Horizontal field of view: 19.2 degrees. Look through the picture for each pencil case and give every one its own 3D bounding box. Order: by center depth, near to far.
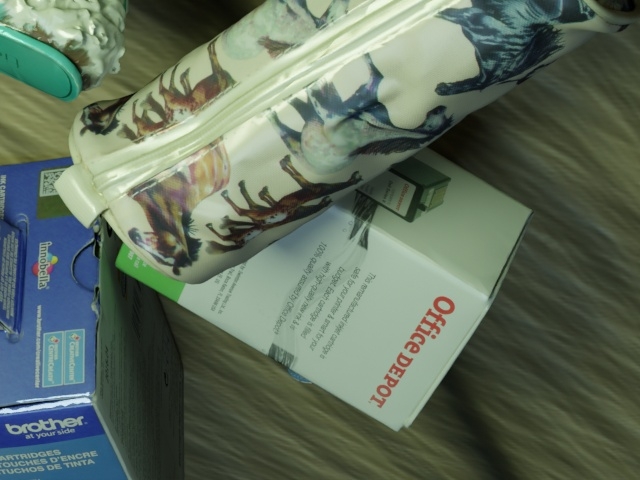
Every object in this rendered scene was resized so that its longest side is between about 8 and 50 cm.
[{"bbox_3d":[0.013,-0.119,1.334,0.410,0.160,0.183,-31,159,20],"label":"pencil case"}]

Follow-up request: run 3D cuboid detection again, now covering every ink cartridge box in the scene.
[{"bbox_3d":[0.000,0.000,1.577,0.289,0.121,0.211,31,138,1],"label":"ink cartridge box"},{"bbox_3d":[-0.230,0.112,1.681,0.151,0.270,0.395,-7,141,4],"label":"ink cartridge box"}]

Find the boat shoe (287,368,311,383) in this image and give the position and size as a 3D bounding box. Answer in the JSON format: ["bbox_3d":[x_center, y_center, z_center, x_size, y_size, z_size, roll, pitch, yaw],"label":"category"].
[{"bbox_3d":[0.042,0.077,1.809,0.183,0.066,0.066,-23,132,12],"label":"boat shoe"}]

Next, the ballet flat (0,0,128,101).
[{"bbox_3d":[-0.318,-0.223,1.315,0.409,0.147,0.147,22,138,-6],"label":"ballet flat"}]
